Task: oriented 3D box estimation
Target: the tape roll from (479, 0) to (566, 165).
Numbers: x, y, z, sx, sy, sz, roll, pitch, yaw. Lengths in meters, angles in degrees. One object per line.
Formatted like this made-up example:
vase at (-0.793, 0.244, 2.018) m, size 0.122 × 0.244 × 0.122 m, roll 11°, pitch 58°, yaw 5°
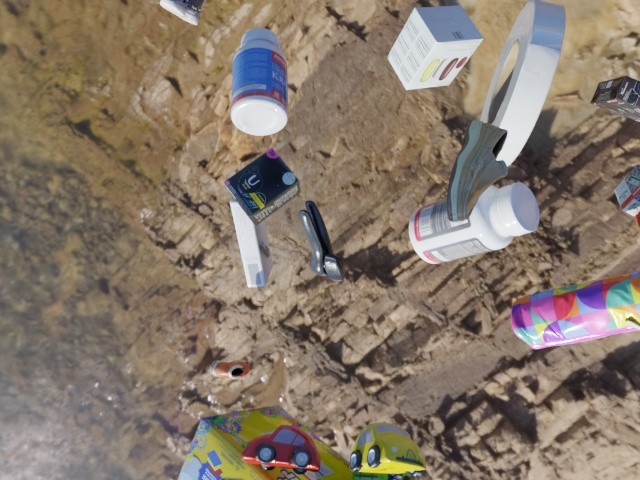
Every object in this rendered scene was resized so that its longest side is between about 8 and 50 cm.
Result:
tape roll at (0.468, -0.370, 1.217) m, size 0.072 × 0.392 × 0.392 m, roll 16°, pitch 115°, yaw 5°

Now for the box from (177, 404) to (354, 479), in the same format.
box at (-0.065, 0.439, 0.710) m, size 0.177 × 0.290 × 0.279 m, roll 15°, pitch 98°, yaw -54°

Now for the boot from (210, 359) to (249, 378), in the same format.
boot at (-0.253, 0.398, 1.543) m, size 0.084 × 0.158 × 0.059 m, roll 1°, pitch 79°, yaw 30°

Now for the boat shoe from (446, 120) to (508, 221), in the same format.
boat shoe at (0.233, -0.104, 0.732) m, size 0.072 × 0.190 × 0.068 m, roll 11°, pitch 149°, yaw 21°

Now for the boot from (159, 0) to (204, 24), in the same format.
boot at (-0.401, -0.700, 1.477) m, size 0.069 × 0.190 × 0.086 m, roll 23°, pitch 102°, yaw 4°

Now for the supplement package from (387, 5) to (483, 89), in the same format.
supplement package at (0.359, -0.611, 1.612) m, size 0.194 × 0.149 × 0.203 m, roll -15°, pitch 160°, yaw -26°

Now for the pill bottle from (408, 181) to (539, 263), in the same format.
pill bottle at (0.412, -0.049, 1.376) m, size 0.176 × 0.176 × 0.318 m, roll 44°, pitch 145°, yaw -21°

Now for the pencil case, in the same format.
pencil case at (0.435, 0.117, 0.826) m, size 0.104 × 0.104 × 0.236 m, roll 40°, pitch 142°, yaw -20°

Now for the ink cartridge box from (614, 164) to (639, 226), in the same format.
ink cartridge box at (0.563, -0.080, 0.897) m, size 0.029 × 0.115 × 0.063 m, roll 27°, pitch 128°, yaw 0°

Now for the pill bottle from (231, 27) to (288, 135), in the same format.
pill bottle at (-0.134, -0.356, 1.122) m, size 0.124 × 0.222 × 0.124 m, roll -2°, pitch 156°, yaw -1°

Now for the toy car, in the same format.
toy car at (0.051, 0.277, 0.642) m, size 0.239 × 0.053 × 0.225 m, roll -13°, pitch 142°, yaw 31°

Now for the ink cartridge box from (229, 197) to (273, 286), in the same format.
ink cartridge box at (-0.207, -0.042, 1.626) m, size 0.066 × 0.261 × 0.296 m, roll -4°, pitch 117°, yaw 6°

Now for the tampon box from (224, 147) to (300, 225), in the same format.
tampon box at (-0.151, -0.142, 1.353) m, size 0.161 × 0.101 × 0.120 m, roll -38°, pitch 80°, yaw -7°

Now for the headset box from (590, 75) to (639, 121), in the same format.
headset box at (0.410, -0.182, 0.660) m, size 0.083 × 0.062 × 0.032 m, roll 20°, pitch 99°, yaw -4°

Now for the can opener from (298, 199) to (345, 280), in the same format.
can opener at (0.000, 0.000, 0.953) m, size 0.073 × 0.059 × 0.186 m, roll 0°, pitch 131°, yaw 24°
